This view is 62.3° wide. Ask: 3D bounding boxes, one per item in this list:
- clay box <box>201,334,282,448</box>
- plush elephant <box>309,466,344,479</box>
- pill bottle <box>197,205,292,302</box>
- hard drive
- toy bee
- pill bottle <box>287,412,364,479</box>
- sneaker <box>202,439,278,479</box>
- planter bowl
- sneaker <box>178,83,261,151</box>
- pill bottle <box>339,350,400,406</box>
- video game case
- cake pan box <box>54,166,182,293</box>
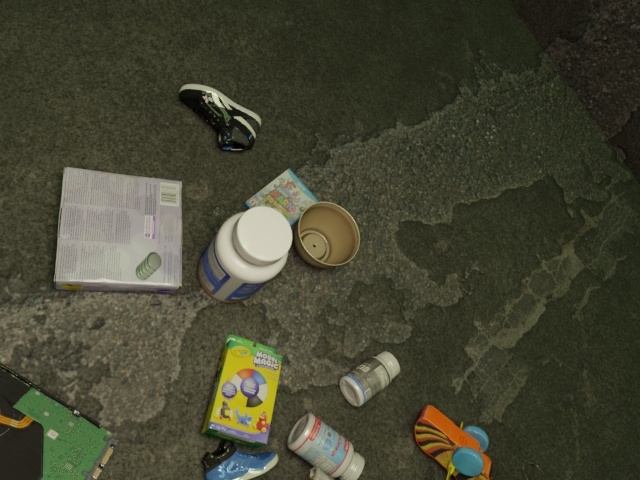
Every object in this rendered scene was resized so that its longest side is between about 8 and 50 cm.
[{"bbox_3d":[-0.158,0.307,1.118,0.127,0.053,0.222,22,52,-18],"label":"clay box"},{"bbox_3d":[0.020,0.584,1.016,0.330,0.255,0.272,-31,129,-1],"label":"plush elephant"},{"bbox_3d":[-0.158,0.029,1.117,0.152,0.272,0.152,10,66,-23],"label":"pill bottle"},{"bbox_3d":[-0.525,0.325,0.863,0.339,0.064,0.237,35,15,-9],"label":"hard drive"},{"bbox_3d":[0.338,0.531,1.243,0.195,0.162,0.298,-13,44,-45],"label":"toy bee"},{"bbox_3d":[0.014,0.452,1.141,0.160,0.087,0.087,38,59,-8],"label":"pill bottle"},{"bbox_3d":[-0.163,0.439,1.077,0.152,0.058,0.085,-14,85,-23],"label":"sneaker"},{"bbox_3d":[0.000,0.000,1.302,0.162,0.109,0.162,10,66,-23],"label":"planter bowl"},{"bbox_3d":[-0.256,-0.295,1.311,0.216,0.079,0.121,21,61,-19],"label":"sneaker"},{"bbox_3d":[0.118,0.323,1.249,0.137,0.078,0.078,-27,83,-32],"label":"pill bottle"},{"bbox_3d":[-0.096,-0.096,1.349,0.119,0.015,0.166,48,58,-2],"label":"video game case"},{"bbox_3d":[-0.424,-0.023,1.130,0.245,0.070,0.267,4,69,-27],"label":"cake pan box"}]
